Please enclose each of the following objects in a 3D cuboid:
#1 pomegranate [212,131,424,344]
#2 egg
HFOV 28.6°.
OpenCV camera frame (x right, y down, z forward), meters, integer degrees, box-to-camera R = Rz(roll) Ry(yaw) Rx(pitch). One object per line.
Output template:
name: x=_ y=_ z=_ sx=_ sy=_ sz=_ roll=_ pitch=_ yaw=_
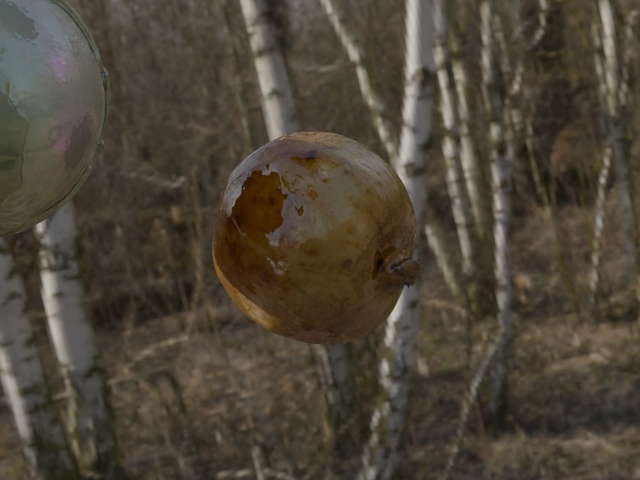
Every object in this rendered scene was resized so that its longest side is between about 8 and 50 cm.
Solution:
pomegranate: x=0.000 y=0.000 z=1.361 sx=0.248 sy=0.248 sz=0.248 roll=-13 pitch=5 yaw=1
egg: x=-0.334 y=-0.133 z=1.171 sx=0.278 sy=0.278 sz=0.336 roll=-17 pitch=28 yaw=-37
